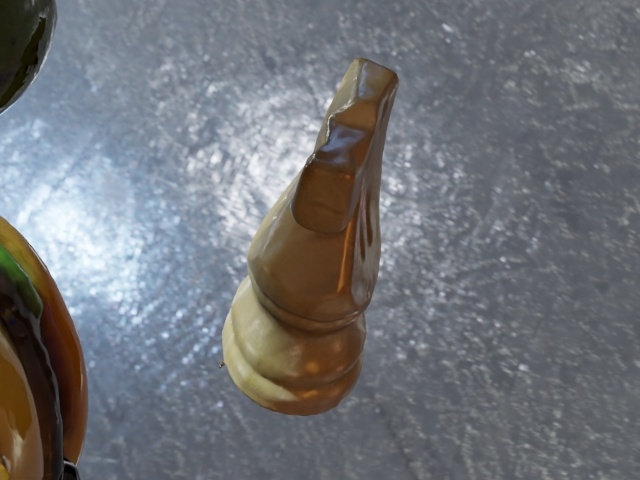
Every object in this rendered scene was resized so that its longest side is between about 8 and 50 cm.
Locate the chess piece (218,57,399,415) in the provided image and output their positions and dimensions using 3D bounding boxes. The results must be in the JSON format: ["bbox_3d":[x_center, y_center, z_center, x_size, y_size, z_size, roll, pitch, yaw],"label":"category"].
[{"bbox_3d":[0.000,0.000,0.939,0.137,0.137,0.301,57,148,35],"label":"chess piece"}]

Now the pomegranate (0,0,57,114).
[{"bbox_3d":[-0.256,-0.144,0.638,0.224,0.181,0.181,1,71,-7],"label":"pomegranate"}]

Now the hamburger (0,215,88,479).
[{"bbox_3d":[-0.359,0.142,0.850,0.396,0.395,0.277,-53,7,11],"label":"hamburger"}]
